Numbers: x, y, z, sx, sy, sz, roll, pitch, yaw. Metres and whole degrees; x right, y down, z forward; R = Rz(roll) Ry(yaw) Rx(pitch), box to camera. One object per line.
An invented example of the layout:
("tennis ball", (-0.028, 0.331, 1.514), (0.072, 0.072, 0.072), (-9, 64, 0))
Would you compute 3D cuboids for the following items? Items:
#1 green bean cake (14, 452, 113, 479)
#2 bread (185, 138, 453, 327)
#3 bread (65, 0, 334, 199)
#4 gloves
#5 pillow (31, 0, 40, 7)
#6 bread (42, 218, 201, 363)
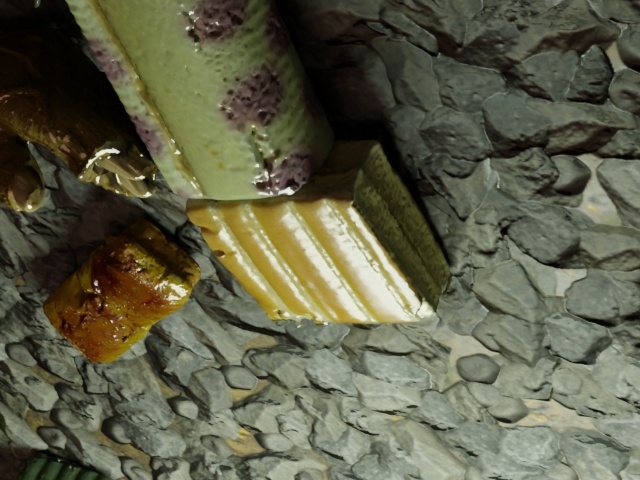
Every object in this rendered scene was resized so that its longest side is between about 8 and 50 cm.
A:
("green bean cake", (-0.401, 0.437, 2.314), (0.173, 0.094, 0.181), (14, 136, 14))
("bread", (0.000, 0.000, 1.646), (0.239, 0.111, 0.246), (-3, 140, 33))
("bread", (-0.126, -0.203, 1.483), (0.187, 0.155, 0.338), (4, 136, 35))
("gloves", (-0.327, -0.143, 1.594), (0.356, 0.203, 0.155), (29, 139, 23))
("pillow", (-0.302, -0.333, 1.431), (0.033, 0.217, 0.130), (-11, 139, -17))
("bread", (-0.270, 0.069, 1.891), (0.139, 0.077, 0.271), (42, 139, -12))
